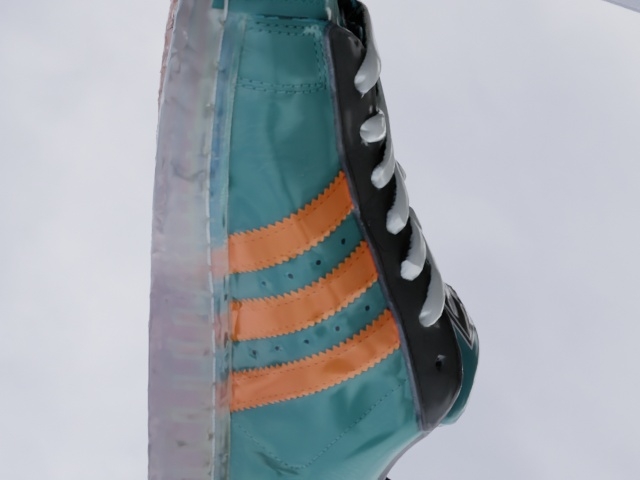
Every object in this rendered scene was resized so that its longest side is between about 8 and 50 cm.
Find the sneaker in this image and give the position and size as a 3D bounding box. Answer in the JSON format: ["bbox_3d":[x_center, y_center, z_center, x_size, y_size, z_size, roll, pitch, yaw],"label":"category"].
[{"bbox_3d":[0.000,0.000,0.519,0.121,0.302,0.108,2,-147,-4],"label":"sneaker"}]

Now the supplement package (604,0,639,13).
[{"bbox_3d":[0.197,-0.183,0.343,0.177,0.175,0.293,26,-125,33],"label":"supplement package"}]
